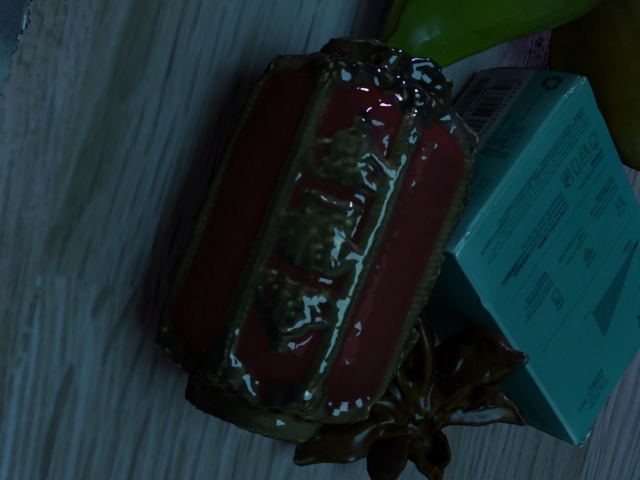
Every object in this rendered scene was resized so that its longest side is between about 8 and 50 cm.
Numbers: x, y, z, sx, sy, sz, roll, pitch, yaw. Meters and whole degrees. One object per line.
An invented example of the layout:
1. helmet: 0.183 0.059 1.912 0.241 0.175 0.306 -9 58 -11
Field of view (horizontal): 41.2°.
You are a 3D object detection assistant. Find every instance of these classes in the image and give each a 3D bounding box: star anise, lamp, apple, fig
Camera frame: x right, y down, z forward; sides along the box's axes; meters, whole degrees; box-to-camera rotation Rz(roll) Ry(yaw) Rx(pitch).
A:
1. star anise: 0.069 0.128 0.717 0.196 0.111 0.212 -2 135 -22
2. lamp: 0.000 0.000 0.588 0.177 0.177 0.274 24 88 -42
3. apple: 0.348 -0.185 0.783 0.286 0.233 0.286 -19 122 -33
4. fig: 0.141 -0.227 0.651 0.206 0.206 0.275 32 94 -41

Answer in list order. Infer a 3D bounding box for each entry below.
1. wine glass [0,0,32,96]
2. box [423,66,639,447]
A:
1. wine glass: -0.258 -0.119 0.357 0.241 0.126 0.126 8 96 -42
2. box: 0.196 0.021 0.790 0.205 0.118 0.311 -51 128 -15
